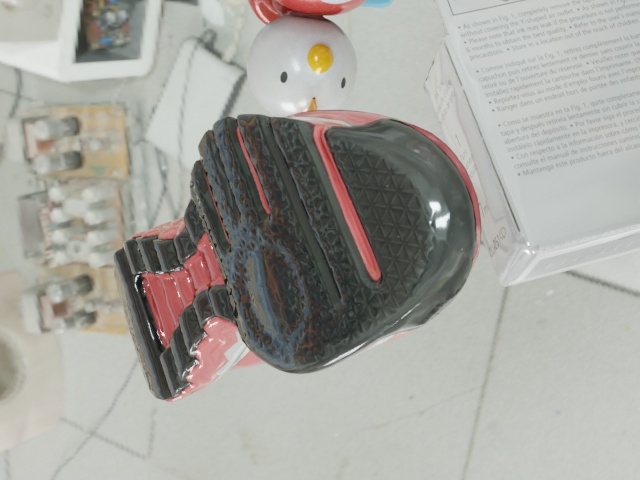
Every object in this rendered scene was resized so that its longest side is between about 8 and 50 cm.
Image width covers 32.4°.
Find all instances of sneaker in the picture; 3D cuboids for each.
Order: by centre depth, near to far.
[{"bbox_3d":[0.000,-0.001,0.555,0.314,0.136,0.116,-24,83,60],"label":"sneaker"}]

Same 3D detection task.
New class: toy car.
[{"bbox_3d":[-0.011,-0.205,1.097,0.210,0.219,0.238,177,93,-71],"label":"toy car"}]

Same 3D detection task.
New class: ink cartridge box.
[{"bbox_3d":[0.205,-0.134,0.659,0.066,0.296,0.261,107,147,-68],"label":"ink cartridge box"}]
